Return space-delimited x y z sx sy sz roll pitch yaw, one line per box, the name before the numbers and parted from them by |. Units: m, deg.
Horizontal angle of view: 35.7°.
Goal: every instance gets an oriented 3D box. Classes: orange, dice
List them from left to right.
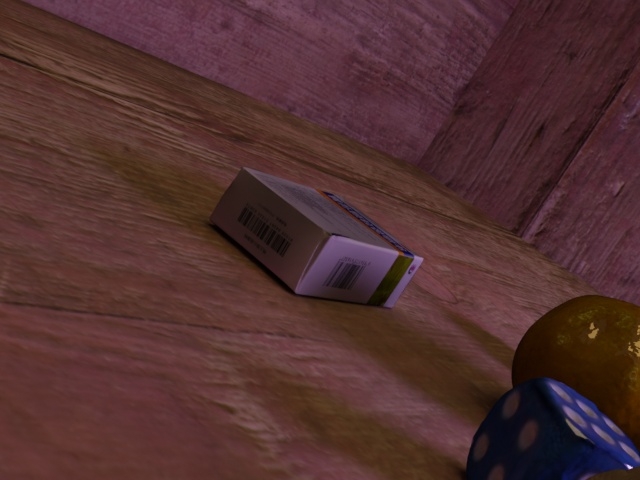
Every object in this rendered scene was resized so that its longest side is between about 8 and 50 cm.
dice | 0.251 0.247 1.071 0.143 0.146 0.146 30 16 -17
orange | 0.408 0.202 1.402 0.279 0.235 0.279 35 -3 2

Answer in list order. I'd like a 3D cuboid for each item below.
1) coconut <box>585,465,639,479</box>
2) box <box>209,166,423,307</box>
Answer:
coconut | 0.296 0.295 0.856 0.224 0.224 0.224 30 12 -7
box | 0.000 0.000 1.545 0.200 0.106 0.299 39 13 30
